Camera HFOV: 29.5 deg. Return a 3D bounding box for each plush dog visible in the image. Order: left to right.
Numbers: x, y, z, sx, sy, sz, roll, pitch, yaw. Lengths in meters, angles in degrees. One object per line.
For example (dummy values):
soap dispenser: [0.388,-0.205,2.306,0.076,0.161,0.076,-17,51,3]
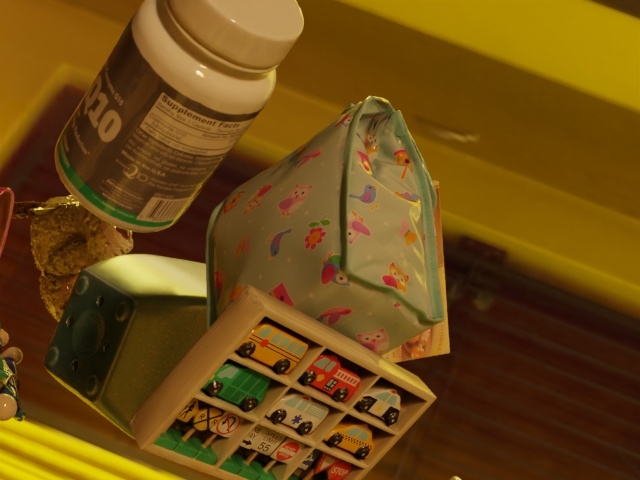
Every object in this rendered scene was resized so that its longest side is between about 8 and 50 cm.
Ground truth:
plush dog: [-0.435,0.040,2.120,0.262,0.210,0.225,-141,49,-73]

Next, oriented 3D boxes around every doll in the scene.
doll: [-0.448,0.193,1.694,0.046,0.129,0.189,-31,29,0]

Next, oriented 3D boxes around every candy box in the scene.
candy box: [0.133,0.054,2.157,0.183,0.087,0.316,-3,-91,-46]

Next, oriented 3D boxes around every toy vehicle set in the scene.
toy vehicle set: [-0.027,0.156,1.120,0.166,0.035,0.267,-49,-45,9]

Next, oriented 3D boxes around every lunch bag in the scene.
lunch bag: [0.000,0.000,1.235,0.223,0.160,0.262,-35,41,34]

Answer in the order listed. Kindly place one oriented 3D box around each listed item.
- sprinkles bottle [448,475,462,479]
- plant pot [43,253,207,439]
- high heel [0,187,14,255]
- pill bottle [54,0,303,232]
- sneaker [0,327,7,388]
sprinkles bottle: [0.143,0.555,2.015,0.355,0.121,0.121,-44,-8,-5]
plant pot: [-0.221,0.150,1.661,0.252,0.248,0.247,22,-88,-45]
high heel: [-0.391,0.057,1.342,0.117,0.082,0.244,-22,50,33]
pill bottle: [-0.187,-0.196,1.602,0.361,0.204,0.204,-50,6,34]
sneaker: [-0.491,0.142,1.569,0.295,0.124,0.178,-7,89,54]
